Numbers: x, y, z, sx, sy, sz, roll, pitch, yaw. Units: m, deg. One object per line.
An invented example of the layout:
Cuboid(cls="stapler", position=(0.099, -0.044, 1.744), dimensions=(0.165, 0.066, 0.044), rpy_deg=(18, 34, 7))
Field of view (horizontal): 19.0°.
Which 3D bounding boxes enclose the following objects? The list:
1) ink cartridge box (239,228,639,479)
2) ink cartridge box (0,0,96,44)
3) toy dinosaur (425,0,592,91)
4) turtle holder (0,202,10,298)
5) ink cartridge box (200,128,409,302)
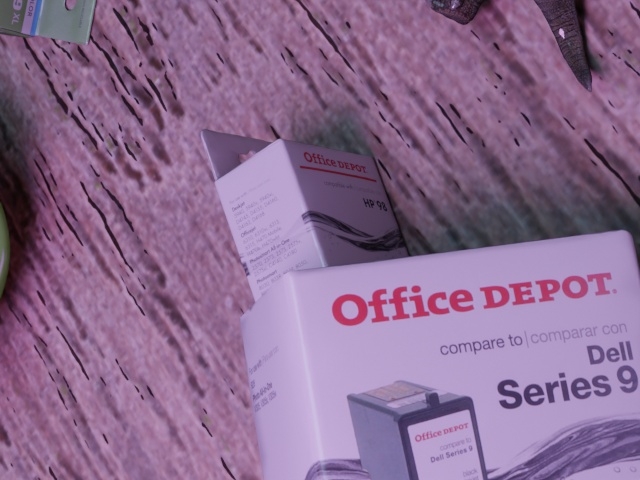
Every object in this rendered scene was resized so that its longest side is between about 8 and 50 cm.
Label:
Cuboid(cls="ink cartridge box", position=(0.086, 0.152, 1.059), dimensions=(0.121, 0.211, 0.289), rpy_deg=(133, 128, -69))
Cuboid(cls="ink cartridge box", position=(-0.261, -0.215, 1.451), dimensions=(0.209, 0.062, 0.109), rpy_deg=(13, 92, 36))
Cuboid(cls="toy dinosaur", position=(0.088, -0.234, 1.167), dimensions=(0.160, 0.121, 0.313), rpy_deg=(-45, 57, 39))
Cuboid(cls="turtle holder", position=(-0.393, 0.000, 1.384), dimensions=(0.227, 0.320, 0.243), rpy_deg=(-149, 51, -71))
Cuboid(cls="ink cartridge box", position=(0.000, 0.000, 1.214), dimensions=(0.060, 0.104, 0.180), rpy_deg=(-31, 69, 30))
